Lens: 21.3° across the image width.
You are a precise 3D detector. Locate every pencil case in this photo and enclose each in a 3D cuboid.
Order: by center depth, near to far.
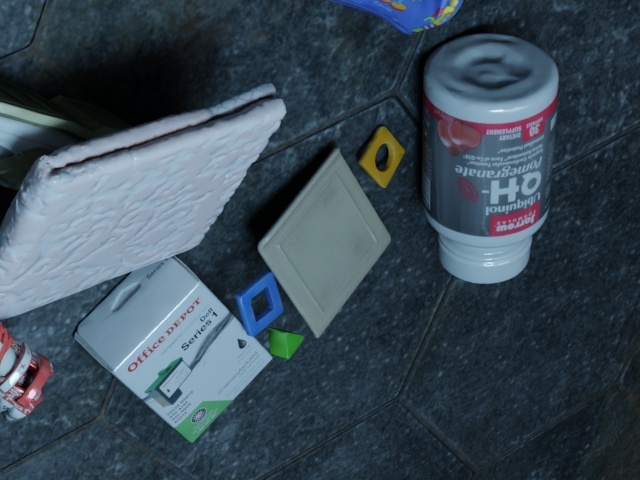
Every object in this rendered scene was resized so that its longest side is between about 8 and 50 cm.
[{"bbox_3d":[0.040,-0.324,1.966,0.306,0.119,0.133,11,95,-48],"label":"pencil case"}]

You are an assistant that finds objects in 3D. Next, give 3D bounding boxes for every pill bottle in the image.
[{"bbox_3d":[0.223,-0.102,2.285,0.176,0.176,0.318,-28,137,-26],"label":"pill bottle"}]

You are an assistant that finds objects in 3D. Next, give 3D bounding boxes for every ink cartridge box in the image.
[{"bbox_3d":[-0.182,0.133,2.142,0.160,0.092,0.219,-47,142,-6],"label":"ink cartridge box"}]

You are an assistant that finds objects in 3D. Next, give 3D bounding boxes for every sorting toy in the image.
[{"bbox_3d":[0.000,0.000,2.219,0.347,0.047,0.196,-52,134,-25],"label":"sorting toy"}]

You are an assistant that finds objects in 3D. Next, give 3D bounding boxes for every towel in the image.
[{"bbox_3d":[-0.221,-0.039,1.886,0.317,0.053,0.332,-22,162,-34],"label":"towel"}]

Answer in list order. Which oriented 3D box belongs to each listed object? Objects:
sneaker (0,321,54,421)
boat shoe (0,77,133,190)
[{"bbox_3d":[-0.356,0.108,1.835,0.090,0.145,0.270,-62,177,-29],"label":"sneaker"},{"bbox_3d":[-0.314,-0.104,1.799,0.302,0.113,0.103,15,107,-53],"label":"boat shoe"}]
